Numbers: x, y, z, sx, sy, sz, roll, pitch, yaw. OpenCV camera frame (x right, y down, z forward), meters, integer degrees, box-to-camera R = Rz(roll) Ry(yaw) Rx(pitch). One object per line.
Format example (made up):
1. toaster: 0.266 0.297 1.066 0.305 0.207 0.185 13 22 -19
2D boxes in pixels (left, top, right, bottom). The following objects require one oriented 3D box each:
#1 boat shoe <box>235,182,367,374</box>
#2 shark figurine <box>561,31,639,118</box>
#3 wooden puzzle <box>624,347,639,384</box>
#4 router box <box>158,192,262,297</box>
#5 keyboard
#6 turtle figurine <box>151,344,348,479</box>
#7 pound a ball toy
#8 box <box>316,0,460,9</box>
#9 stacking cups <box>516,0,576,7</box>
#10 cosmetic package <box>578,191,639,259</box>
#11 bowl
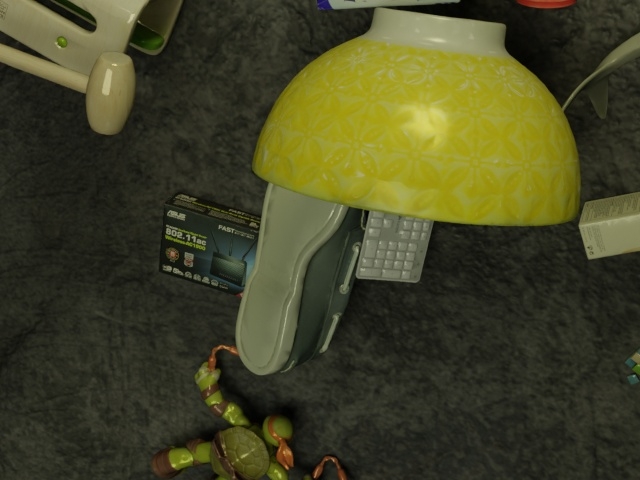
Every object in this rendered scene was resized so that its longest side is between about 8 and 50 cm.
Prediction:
1. boat shoe: 0.000 0.000 1.249 0.116 0.099 0.319 37 116 42
2. shark figurine: 0.356 -0.158 1.015 0.278 0.116 0.166 8 116 15
3. wooden puzzle: 0.357 0.128 1.214 0.049 0.006 0.083 37 122 0
4. router box: -0.121 0.006 1.315 0.123 0.038 0.092 16 118 13
5. keyboard: 0.094 -0.073 1.176 0.072 0.014 0.256 2 114 -21
6. turtle figurine: -0.095 0.273 1.406 0.217 0.087 0.269 -36 99 31
7. pound a ball toy: -0.276 -0.261 1.143 0.319 0.208 0.135 30 122 5
8. box: 0.074 -0.265 1.058 0.137 0.126 0.072 2 117 20
9. stacking cups: 0.197 -0.362 0.991 0.096 0.096 0.316 10 120 16
10. cosmetic package: 0.317 -0.020 1.127 0.115 0.060 0.041 -10 112 26
11. bowl: 0.092 -0.119 1.004 0.290 0.289 0.156 11 103 15
